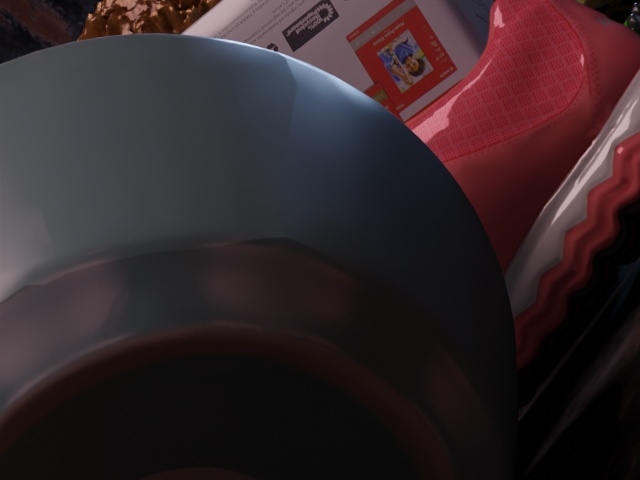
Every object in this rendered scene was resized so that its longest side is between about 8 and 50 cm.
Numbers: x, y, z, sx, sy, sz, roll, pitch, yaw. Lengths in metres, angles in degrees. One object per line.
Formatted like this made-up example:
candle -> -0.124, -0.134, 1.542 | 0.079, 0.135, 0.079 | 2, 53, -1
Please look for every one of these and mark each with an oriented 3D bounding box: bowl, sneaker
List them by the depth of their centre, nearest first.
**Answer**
bowl -> -0.053, 0.088, 0.562 | 0.311, 0.311, 0.163 | -55, 19, 6
sneaker -> 0.057, 0.018, 0.743 | 0.314, 0.136, 0.116 | -53, -18, 4

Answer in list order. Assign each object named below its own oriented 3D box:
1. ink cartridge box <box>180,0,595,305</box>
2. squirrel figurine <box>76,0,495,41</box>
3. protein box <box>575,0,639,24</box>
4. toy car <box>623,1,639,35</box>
ink cartridge box -> 0.000, 0.000, 0.904 | 0.309, 0.272, 0.130 | -36, -20, 19
squirrel figurine -> -0.019, -0.073, 1.101 | 0.370, 0.397, 0.281 | -65, -9, 19
protein box -> 0.211, -0.275, 1.338 | 0.201, 0.200, 0.136 | -24, -22, -39
toy car -> 0.245, -0.149, 1.161 | 0.239, 0.053, 0.225 | -56, -1, 26
